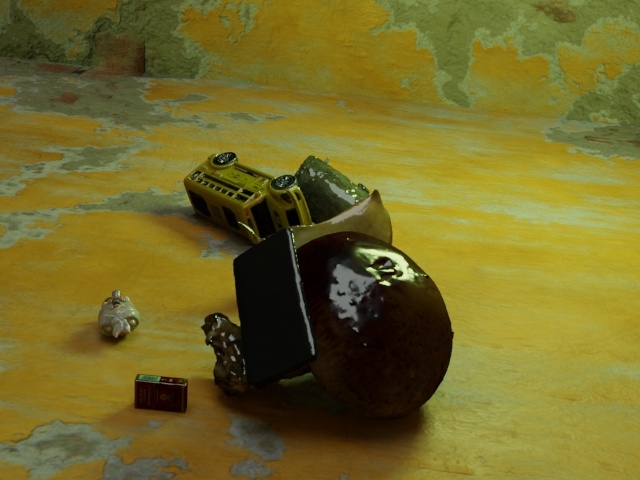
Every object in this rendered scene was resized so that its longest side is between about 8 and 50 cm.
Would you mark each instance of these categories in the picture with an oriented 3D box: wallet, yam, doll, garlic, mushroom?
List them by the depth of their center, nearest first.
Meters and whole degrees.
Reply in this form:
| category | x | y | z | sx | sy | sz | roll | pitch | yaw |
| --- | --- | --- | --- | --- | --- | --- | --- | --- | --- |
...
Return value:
| category | x | y | z | sx | sy | sz | roll | pitch | yaw |
| --- | --- | --- | --- | --- | --- | --- | --- | --- | --- |
| wallet | -0.075 | 0.100 | 1.355 | 0.025 | 0.124 | 0.244 | 36 | 32 | -45 |
| mushroom | 0.038 | 0.172 | 1.444 | 0.334 | 0.356 | 0.331 | 29 | 10 | -39 |
| doll | -0.366 | 0.131 | 1.579 | 0.073 | 0.084 | 0.127 | -4 | 17 | -20 |
| garlic | -0.008 | 0.016 | 1.819 | 0.338 | 0.196 | 0.151 | -14 | 15 | -24 |
| yam | 0.025 | -0.095 | 2.098 | 0.254 | 0.154 | 0.154 | 39 | 37 | 29 |

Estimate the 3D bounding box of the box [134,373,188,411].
| category | x | y | z | sx | sy | sz | roll | pitch | yaw |
| --- | --- | --- | --- | --- | --- | --- | --- | --- | --- |
| box | -0.252 | 0.241 | 1.378 | 0.082 | 0.051 | 0.023 | 5 | 23 | 0 |

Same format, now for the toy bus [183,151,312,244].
| category | x | y | z | sx | sy | sz | roll | pitch | yaw |
| --- | --- | --- | --- | --- | --- | --- | --- | --- | --- |
| toy bus | -0.174 | -0.092 | 2.087 | 0.151 | 0.145 | 0.331 | -38 | 42 | -28 |

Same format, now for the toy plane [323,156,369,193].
| category | x | y | z | sx | sy | sz | roll | pitch | yaw |
| --- | --- | --- | --- | --- | --- | --- | --- | --- | --- |
| toy plane | 0.074 | -0.116 | 2.231 | 0.286 | 0.092 | 0.108 | 47 | 8 | 28 |
